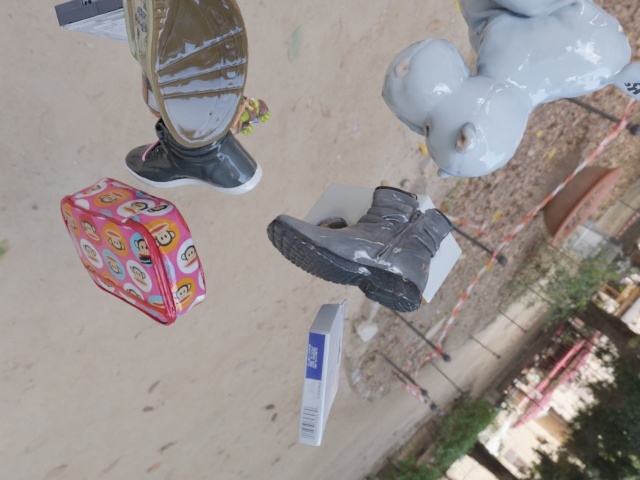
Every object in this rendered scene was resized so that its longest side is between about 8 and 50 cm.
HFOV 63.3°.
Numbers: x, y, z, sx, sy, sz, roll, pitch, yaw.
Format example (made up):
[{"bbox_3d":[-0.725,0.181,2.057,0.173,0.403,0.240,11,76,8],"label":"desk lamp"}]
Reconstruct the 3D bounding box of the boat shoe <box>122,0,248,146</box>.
[{"bbox_3d":[-0.139,-0.233,0.505,0.105,0.089,0.285,-22,131,-30],"label":"boat shoe"}]

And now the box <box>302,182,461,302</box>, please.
[{"bbox_3d":[0.146,-0.005,1.338,0.168,0.345,0.215,-53,127,-17],"label":"box"}]

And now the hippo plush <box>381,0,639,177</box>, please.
[{"bbox_3d":[0.212,-0.180,0.627,0.236,0.294,0.234,-45,170,6],"label":"hippo plush"}]

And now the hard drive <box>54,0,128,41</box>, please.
[{"bbox_3d":[-0.544,-0.639,1.490,0.339,0.237,0.064,-43,124,-72],"label":"hard drive"}]

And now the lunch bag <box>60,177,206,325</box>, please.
[{"bbox_3d":[-0.352,0.032,0.996,0.120,0.293,0.258,-38,135,-39],"label":"lunch bag"}]

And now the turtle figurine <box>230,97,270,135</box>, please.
[{"bbox_3d":[-0.224,-0.270,1.256,0.269,0.087,0.217,-45,-178,33],"label":"turtle figurine"}]

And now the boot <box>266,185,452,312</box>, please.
[{"bbox_3d":[0.080,-0.020,1.031,0.222,0.338,0.118,-66,-171,-23],"label":"boot"}]

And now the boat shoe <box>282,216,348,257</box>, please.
[{"bbox_3d":[0.000,0.000,1.190,0.183,0.066,0.066,-30,113,-28],"label":"boat shoe"}]

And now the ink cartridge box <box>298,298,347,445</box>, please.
[{"bbox_3d":[0.006,0.245,1.027,0.224,0.045,0.223,-41,136,-76],"label":"ink cartridge box"}]

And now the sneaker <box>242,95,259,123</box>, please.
[{"bbox_3d":[-0.282,-0.482,1.881,0.072,0.178,0.077,-20,135,-35],"label":"sneaker"}]

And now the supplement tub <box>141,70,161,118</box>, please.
[{"bbox_3d":[-0.324,-0.346,1.118,0.117,0.117,0.190,-37,176,-25],"label":"supplement tub"}]

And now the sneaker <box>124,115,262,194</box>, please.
[{"bbox_3d":[-0.246,-0.166,0.875,0.104,0.296,0.147,-62,146,-28],"label":"sneaker"}]
